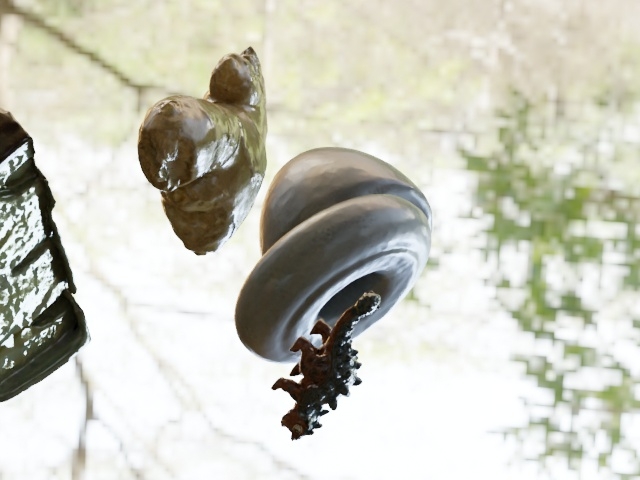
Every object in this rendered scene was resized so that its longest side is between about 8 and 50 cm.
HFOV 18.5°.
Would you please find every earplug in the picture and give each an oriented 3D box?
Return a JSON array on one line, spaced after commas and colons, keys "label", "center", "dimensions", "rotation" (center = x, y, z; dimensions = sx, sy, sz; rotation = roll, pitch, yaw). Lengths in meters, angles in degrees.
[{"label": "earplug", "center": [0.009, 0.009, 1.945], "dimensions": [0.175, 0.214, 0.325], "rotation": [45, -164, -5]}]

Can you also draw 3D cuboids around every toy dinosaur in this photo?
[{"label": "toy dinosaur", "center": [0.004, 0.093, 1.454], "dimensions": [0.055, 0.154, 0.049], "rotation": [39, -144, 13]}]

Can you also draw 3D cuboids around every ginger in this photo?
[{"label": "ginger", "center": [-0.081, -0.081, 1.569], "dimensions": [0.081, 0.147, 0.333], "rotation": [-7, -160, 13]}]

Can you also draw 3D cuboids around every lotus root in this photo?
[{"label": "lotus root", "center": [-0.266, 0.005, 1.520], "dimensions": [0.119, 0.234, 0.138], "rotation": [-33, -137, -23]}]
